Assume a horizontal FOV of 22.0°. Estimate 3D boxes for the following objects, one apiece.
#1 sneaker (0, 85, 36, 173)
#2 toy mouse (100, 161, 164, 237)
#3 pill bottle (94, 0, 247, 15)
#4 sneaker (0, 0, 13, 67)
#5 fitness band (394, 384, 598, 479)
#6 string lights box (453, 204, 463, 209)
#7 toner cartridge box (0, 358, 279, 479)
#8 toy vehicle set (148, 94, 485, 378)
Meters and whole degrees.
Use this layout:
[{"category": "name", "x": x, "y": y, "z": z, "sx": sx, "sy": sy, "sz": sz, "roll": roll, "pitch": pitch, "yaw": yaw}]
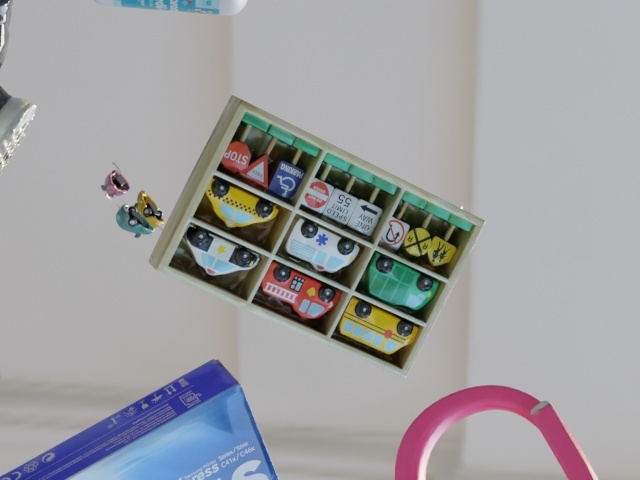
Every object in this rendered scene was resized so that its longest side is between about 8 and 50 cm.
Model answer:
[{"category": "sneaker", "x": -0.391, "y": -0.050, "z": 1.514, "sx": 0.146, "sy": 0.293, "sz": 0.102, "roll": 34, "pitch": -159, "yaw": -7}, {"category": "toy mouse", "x": -0.291, "y": -0.053, "z": 2.458, "sx": 0.161, "sy": 0.031, "sz": 0.143, "roll": 56, "pitch": -161, "yaw": 16}, {"category": "pill bottle", "x": -0.188, "y": -0.395, "z": 2.329, "sx": 0.264, "sy": 0.146, "sz": 0.146, "roll": 4, "pitch": -156, "yaw": -2}, {"category": "sneaker", "x": -0.479, "y": -0.291, "z": 2.286, "sx": 0.109, "sy": 0.130, "sz": 0.286, "roll": 2, "pitch": -168, "yaw": -8}, {"category": "fitness band", "x": 0.201, "y": 0.292, "z": 1.799, "sx": 0.209, "sy": 0.054, "sz": 0.291, "roll": -30, "pitch": -118, "yaw": 7}, {"category": "string lights box", "x": 0.045, "y": -0.014, "z": 2.184, "sx": 0.260, "sy": 0.077, "sz": 0.133, "roll": 1, "pitch": 180, "yaw": 29}, {"category": "toner cartridge box", "x": -0.224, "y": 0.287, "z": 1.808, "sx": 0.348, "sy": 0.165, "sz": 0.075, "roll": -29, "pitch": -150, "yaw": -15}, {"category": "toy vehicle set", "x": 0.000, "y": 0.000, "z": 1.481, "sx": 0.267, "sy": 0.166, "sz": 0.035, "roll": 25, "pitch": -177, "yaw": -23}]
